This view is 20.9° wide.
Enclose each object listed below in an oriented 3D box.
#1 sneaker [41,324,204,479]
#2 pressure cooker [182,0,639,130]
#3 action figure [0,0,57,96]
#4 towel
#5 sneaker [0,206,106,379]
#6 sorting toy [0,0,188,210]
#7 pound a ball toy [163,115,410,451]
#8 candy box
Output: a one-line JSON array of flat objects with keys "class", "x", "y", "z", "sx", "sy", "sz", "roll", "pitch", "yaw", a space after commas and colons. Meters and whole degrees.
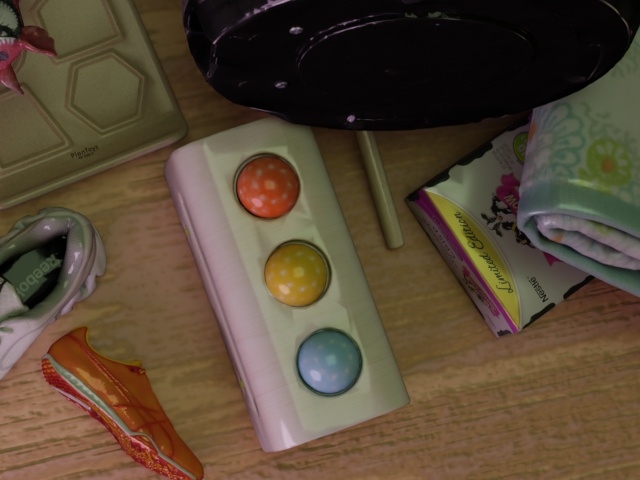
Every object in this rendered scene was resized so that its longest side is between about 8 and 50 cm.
[{"class": "sneaker", "x": -0.160, "y": 0.142, "z": 1.499, "sx": 0.175, "sy": 0.064, "sz": 0.067, "roll": 45, "pitch": 66, "yaw": -5}, {"class": "pressure cooker", "x": 0.067, "y": -0.333, "z": 1.383, "sx": 0.369, "sy": 0.375, "sz": 0.420, "roll": -5, "pitch": 74, "yaw": 3}, {"class": "action figure", "x": -0.346, "y": -0.271, "z": 1.428, "sx": 0.248, "sy": 0.276, "sz": 0.370, "roll": -33, "pitch": 91, "yaw": -5}, {"class": "towel", "x": 0.351, "y": -0.082, "z": 1.556, "sx": 0.374, "sy": 0.090, "sz": 0.321, "roll": 25, "pitch": 57, "yaw": -21}, {"class": "sneaker", "x": -0.293, "y": 0.082, "z": 1.453, "sx": 0.110, "sy": 0.118, "sz": 0.292, "roll": 40, "pitch": 78, "yaw": -5}, {"class": "sorting toy", "x": -0.243, "y": -0.148, "z": 1.541, "sx": 0.193, "sy": 0.038, "sz": 0.208, "roll": -23, "pitch": 82, "yaw": -14}, {"class": "pound a ball toy", "x": 0.000, "y": 0.000, "z": 1.515, "sx": 0.208, "sy": 0.136, "sz": 0.319, "roll": -18, "pitch": 86, "yaw": -14}, {"class": "candy box", "x": 0.218, "y": -0.040, "z": 1.599, "sx": 0.233, "sy": 0.071, "sz": 0.159, "roll": -35, "pitch": 90, "yaw": -14}]
